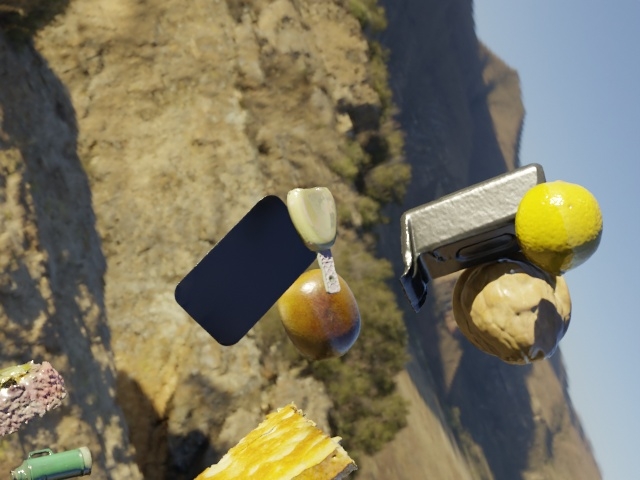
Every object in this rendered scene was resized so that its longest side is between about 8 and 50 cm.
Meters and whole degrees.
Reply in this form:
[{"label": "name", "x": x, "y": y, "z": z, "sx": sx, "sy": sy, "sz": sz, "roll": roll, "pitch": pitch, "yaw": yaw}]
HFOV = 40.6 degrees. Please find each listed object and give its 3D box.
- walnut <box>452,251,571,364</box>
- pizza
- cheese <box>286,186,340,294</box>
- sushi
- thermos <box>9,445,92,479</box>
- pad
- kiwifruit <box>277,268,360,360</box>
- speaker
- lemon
[{"label": "walnut", "x": 0.462, "y": 0.152, "z": 2.088, "sx": 0.285, "sy": 0.285, "sz": 0.296, "roll": 68, "pitch": 24, "yaw": -5}, {"label": "pizza", "x": -0.081, "y": 0.437, "z": 1.672, "sx": 0.130, "sy": 0.440, "sz": 0.406, "roll": 59, "pitch": 22, "yaw": -8}, {"label": "cheese", "x": 0.000, "y": 0.000, "z": 1.503, "sx": 0.097, "sy": 0.037, "sz": 0.192, "roll": -8, "pitch": 80, "yaw": -40}, {"label": "sushi", "x": -0.622, "y": 0.313, "z": 1.679, "sx": 0.241, "sy": 0.161, "sz": 0.107, "roll": -30, "pitch": 101, "yaw": -37}, {"label": "thermos", "x": -0.661, "y": 0.553, "z": 2.114, "sx": 0.073, "sy": 0.188, "sz": 0.083, "roll": -17, "pitch": -99, "yaw": 56}, {"label": "pad", "x": -0.131, "y": 0.057, "z": 1.595, "sx": 0.181, "sy": 0.267, "sz": 0.004, "roll": 50, "pitch": -12, "yaw": -31}, {"label": "kiwifruit", "x": -0.001, "y": 0.190, "z": 2.170, "sx": 0.196, "sy": 0.196, "sz": 0.233, "roll": -70, "pitch": 143, "yaw": -77}, {"label": "speaker", "x": 0.358, "y": -0.003, "z": 1.978, "sx": 0.180, "sy": 0.389, "sz": 0.184, "roll": 60, "pitch": 13, "yaw": -45}, {"label": "lemon", "x": 0.491, "y": -0.026, "z": 1.784, "sx": 0.178, "sy": 0.179, "sz": 0.203, "roll": 34, "pitch": 57, "yaw": -76}]
